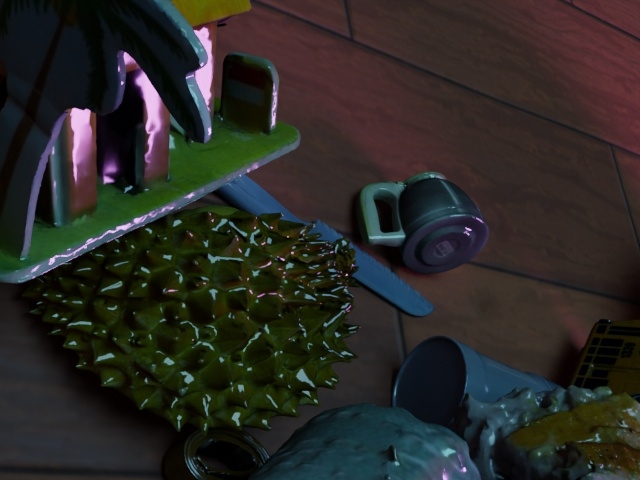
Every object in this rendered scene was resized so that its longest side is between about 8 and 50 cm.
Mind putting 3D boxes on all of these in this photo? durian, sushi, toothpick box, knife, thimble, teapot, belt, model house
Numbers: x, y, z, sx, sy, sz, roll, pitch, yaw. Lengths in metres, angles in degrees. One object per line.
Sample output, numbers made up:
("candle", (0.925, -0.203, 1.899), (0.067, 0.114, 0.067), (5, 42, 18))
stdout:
("durian", (-0.069, 0.052, 0.812), (0.306, 0.166, 0.172), (-7, 102, -40))
("sushi", (0.186, 0.213, 0.861), (0.184, 0.274, 0.139), (-1, 48, -12))
("toothpick box", (0.156, 0.159, 0.976), (0.153, 0.101, 0.101), (26, 51, -30))
("knife", (0.000, 0.000, 0.988), (0.313, 0.019, 0.044), (34, 44, -28))
("thimble", (0.028, 0.226, 0.720), (0.198, 0.235, 0.143), (29, 39, 18))
("teapot", (0.103, -0.029, 1.050), (0.124, 0.092, 0.091), (23, 35, -41))
("belt", (-0.078, 0.171, 0.793), (0.083, 0.036, 0.059), (20, 48, -36))
("model house", (-0.115, -0.164, 0.648), (0.340, 0.324, 0.300), (23, 34, 29))

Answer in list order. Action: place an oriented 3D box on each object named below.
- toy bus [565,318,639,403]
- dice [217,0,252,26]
("toy bus", (0.323, 0.173, 1.118), (0.201, 0.114, 0.098), (-50, 133, -47))
("dice", (-0.146, -0.357, 0.863), (0.271, 0.270, 0.270), (22, 53, -34))
